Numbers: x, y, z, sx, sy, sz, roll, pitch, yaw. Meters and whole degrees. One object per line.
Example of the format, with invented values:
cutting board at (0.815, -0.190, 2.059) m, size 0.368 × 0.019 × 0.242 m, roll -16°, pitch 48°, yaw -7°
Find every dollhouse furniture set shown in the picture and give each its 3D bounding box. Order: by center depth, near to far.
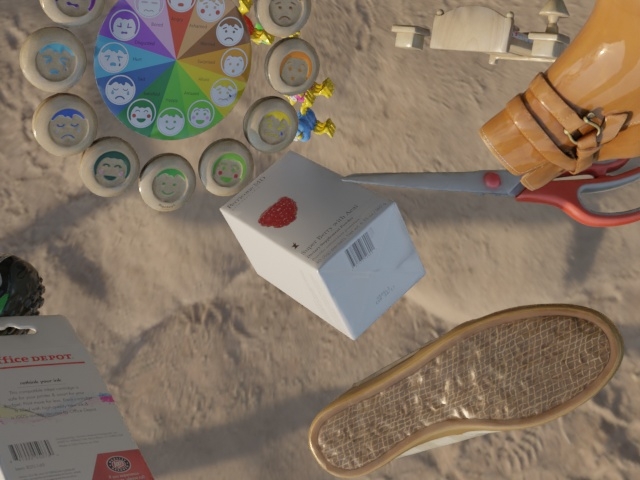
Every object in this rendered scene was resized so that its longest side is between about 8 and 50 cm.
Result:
dollhouse furniture set at (0.350, -0.365, 1.589) m, size 0.355 × 0.303 × 0.174 m, roll 13°, pitch 98°, yaw 38°

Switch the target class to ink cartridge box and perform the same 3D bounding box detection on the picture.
ink cartridge box at (-0.228, 0.148, 0.796) m, size 0.115 × 0.198 × 0.067 m, roll 2°, pitch 129°, yaw -40°

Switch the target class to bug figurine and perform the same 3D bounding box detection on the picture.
bug figurine at (-0.070, -0.297, 1.715) m, size 0.072 × 0.216 × 0.279 m, roll -26°, pitch 110°, yaw 25°

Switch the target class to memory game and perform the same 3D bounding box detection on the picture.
memory game at (-0.083, -0.105, 0.590) m, size 0.186 × 0.012 × 0.186 m, roll -11°, pitch 115°, yaw -24°

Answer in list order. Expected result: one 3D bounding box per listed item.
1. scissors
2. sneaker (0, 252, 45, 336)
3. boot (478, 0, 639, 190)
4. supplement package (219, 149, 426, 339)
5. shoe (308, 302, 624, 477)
scissors at (0.170, -0.044, 0.877) m, size 0.297 × 0.021 × 0.109 m, roll -13°, pitch 72°, yaw -19°
sneaker at (-0.405, 0.092, 0.913) m, size 0.343 × 0.134 × 0.146 m, roll -25°, pitch 95°, yaw 17°
boot at (0.170, -0.108, 0.650) m, size 0.152 × 0.073 × 0.197 m, roll -25°, pitch 137°, yaw 20°
supplement package at (0.000, 0.000, 1.688) m, size 0.177 × 0.293 × 0.175 m, roll -42°, pitch 131°, yaw -16°
shoe at (0.092, 0.093, 0.654) m, size 0.219 × 0.058 × 0.076 m, roll -24°, pitch 89°, yaw 23°
